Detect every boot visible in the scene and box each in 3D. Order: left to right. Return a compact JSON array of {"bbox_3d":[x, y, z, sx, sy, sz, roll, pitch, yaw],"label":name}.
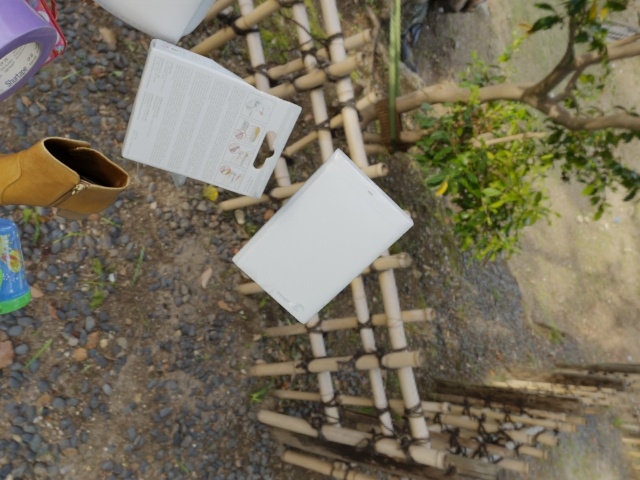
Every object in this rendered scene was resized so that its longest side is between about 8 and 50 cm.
[{"bbox_3d":[-0.472,-0.118,0.805,0.295,0.211,0.104,18,63,-35],"label":"boot"}]

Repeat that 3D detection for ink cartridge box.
[{"bbox_3d":[-0.176,-0.183,0.809,0.233,0.189,0.066,14,34,-25],"label":"ink cartridge box"}]

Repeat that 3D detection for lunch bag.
[{"bbox_3d":[-0.993,-0.723,1.694,0.258,0.120,0.293,-43,159,-19],"label":"lunch bag"}]

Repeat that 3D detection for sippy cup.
[{"bbox_3d":[-0.894,0.057,1.339,0.240,0.306,0.223,-34,133,-70],"label":"sippy cup"}]

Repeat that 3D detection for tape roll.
[{"bbox_3d":[-0.480,-0.270,0.728,0.080,0.189,0.189,45,51,-17],"label":"tape roll"}]

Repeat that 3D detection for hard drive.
[{"bbox_3d":[0.000,0.000,1.006,0.203,0.307,0.040,43,18,-8],"label":"hard drive"}]

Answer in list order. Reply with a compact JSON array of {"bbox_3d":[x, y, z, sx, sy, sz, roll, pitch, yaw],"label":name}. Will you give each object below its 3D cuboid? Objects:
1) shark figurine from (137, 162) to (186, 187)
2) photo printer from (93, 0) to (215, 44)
[{"bbox_3d":[-0.370,-0.183,1.239,0.166,0.279,0.116,-28,111,-68],"label":"shark figurine"},{"bbox_3d":[-0.229,-0.429,0.668,0.256,0.308,0.107,34,44,-23],"label":"photo printer"}]
